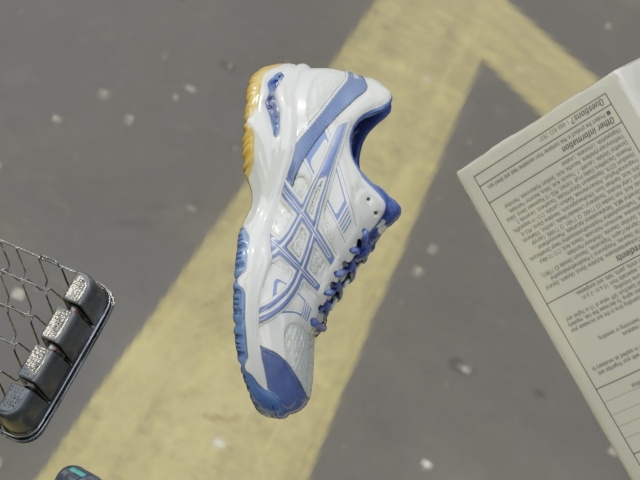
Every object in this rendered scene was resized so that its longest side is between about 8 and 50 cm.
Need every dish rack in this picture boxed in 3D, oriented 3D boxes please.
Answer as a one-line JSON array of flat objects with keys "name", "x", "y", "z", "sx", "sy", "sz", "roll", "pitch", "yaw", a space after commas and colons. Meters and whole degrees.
[{"name": "dish rack", "x": -0.400, "y": 0.087, "z": 1.697, "sx": 0.271, "sy": 0.074, "sz": 0.208, "roll": 21, "pitch": 67, "yaw": 16}]

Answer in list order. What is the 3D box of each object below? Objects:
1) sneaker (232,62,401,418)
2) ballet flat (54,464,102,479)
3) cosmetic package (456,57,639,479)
[{"name": "sneaker", "x": 0.000, "y": 0.000, "z": 1.214, "sx": 0.130, "sy": 0.297, "sz": 0.112, "roll": 2, "pitch": -3, "yaw": 5}, {"name": "ballet flat", "x": -0.275, "y": 0.319, "z": 1.550, "sx": 0.074, "sy": 0.203, "sz": 0.074, "roll": 16, "pitch": 26, "yaw": -8}, {"name": "cosmetic package", "x": 0.249, "y": 0.038, "z": 1.028, "sx": 0.113, "sy": 0.160, "sz": 0.309, "roll": -26, "pitch": 85, "yaw": -49}]
